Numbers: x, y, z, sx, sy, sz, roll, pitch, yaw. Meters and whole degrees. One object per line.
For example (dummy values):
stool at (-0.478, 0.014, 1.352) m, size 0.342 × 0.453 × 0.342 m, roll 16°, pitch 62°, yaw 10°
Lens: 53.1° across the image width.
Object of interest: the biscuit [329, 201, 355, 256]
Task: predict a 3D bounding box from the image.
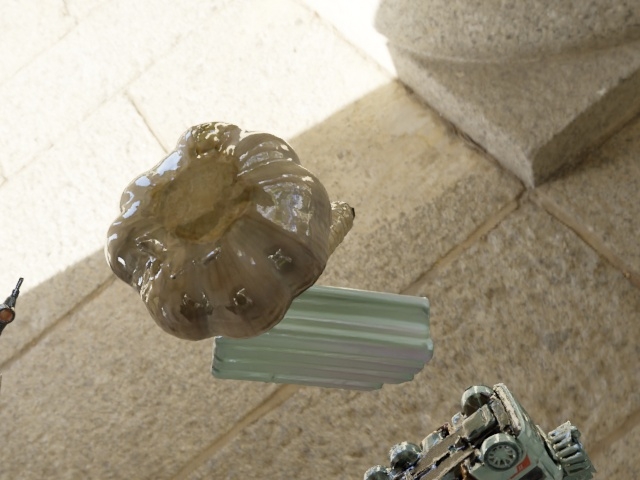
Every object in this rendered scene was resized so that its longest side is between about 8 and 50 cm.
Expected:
biscuit at (0.000, 0.000, 0.980) m, size 0.055 × 0.061 × 0.219 m, roll 17°, pitch 35°, yaw 14°

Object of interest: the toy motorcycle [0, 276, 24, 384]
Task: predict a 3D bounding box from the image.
toy motorcycle at (-0.536, 0.148, 0.939) m, size 0.091 × 0.157 × 0.263 m, roll -125°, pitch 49°, yaw -58°

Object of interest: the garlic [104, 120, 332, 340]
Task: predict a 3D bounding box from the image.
garlic at (-0.094, -0.005, 0.643) m, size 0.228 × 0.152 × 0.227 m, roll 0°, pitch 67°, yaw 1°

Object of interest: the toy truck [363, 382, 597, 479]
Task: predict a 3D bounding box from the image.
toy truck at (0.218, 0.351, 0.913) m, size 0.338 × 0.184 × 0.133 m, roll -43°, pitch 17°, yaw 14°

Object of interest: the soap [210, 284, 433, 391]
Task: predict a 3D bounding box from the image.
soap at (-0.006, 0.136, 0.904) m, size 0.290 × 0.173 × 0.095 m, roll 7°, pitch 57°, yaw -8°
